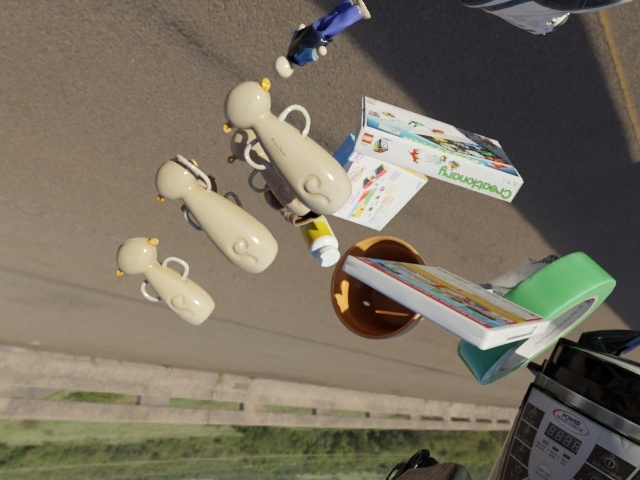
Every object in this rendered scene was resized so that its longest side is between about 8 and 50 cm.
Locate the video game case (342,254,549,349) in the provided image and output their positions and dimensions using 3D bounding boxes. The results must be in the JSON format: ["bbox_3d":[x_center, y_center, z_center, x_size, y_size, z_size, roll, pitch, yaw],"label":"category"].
[{"bbox_3d":[0.188,0.080,0.636,0.204,0.025,0.285,29,-168,37],"label":"video game case"}]

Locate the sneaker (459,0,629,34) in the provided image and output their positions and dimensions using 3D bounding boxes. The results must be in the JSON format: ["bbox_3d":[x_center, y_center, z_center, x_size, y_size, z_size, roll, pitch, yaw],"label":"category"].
[{"bbox_3d":[0.558,-0.576,1.020,0.257,0.447,0.169,1,112,-34],"label":"sneaker"}]

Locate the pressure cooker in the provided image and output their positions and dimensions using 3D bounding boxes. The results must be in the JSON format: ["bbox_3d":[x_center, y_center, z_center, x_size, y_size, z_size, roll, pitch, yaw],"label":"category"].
[{"bbox_3d":[0.477,0.346,0.679,0.370,0.420,0.375,26,179,20],"label":"pressure cooker"}]

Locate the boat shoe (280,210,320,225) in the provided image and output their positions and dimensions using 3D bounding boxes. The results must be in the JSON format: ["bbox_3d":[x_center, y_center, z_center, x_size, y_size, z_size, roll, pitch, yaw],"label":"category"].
[{"bbox_3d":[0.022,-0.144,1.507,0.324,0.116,0.123,-32,138,-3],"label":"boat shoe"}]

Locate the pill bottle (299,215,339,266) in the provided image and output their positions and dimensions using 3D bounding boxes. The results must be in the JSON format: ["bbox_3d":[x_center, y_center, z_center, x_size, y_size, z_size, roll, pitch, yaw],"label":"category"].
[{"bbox_3d":[0.000,0.000,1.785,0.117,0.208,0.117,-14,137,-13],"label":"pill bottle"}]

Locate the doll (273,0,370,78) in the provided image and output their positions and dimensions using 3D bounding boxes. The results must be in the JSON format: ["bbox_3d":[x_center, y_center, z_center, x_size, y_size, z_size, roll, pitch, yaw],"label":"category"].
[{"bbox_3d":[-0.007,-0.352,0.785,0.189,0.129,0.046,-33,136,14],"label":"doll"}]

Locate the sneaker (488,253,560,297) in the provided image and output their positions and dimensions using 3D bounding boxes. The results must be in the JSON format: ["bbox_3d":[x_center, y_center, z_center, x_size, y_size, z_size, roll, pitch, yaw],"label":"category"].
[{"bbox_3d":[0.450,0.090,1.000,0.090,0.095,0.235,26,170,-2],"label":"sneaker"}]

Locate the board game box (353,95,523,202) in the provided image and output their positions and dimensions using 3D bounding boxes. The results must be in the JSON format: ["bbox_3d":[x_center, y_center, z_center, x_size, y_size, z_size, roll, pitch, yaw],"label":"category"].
[{"bbox_3d":[0.216,-0.183,0.871,0.305,0.193,0.053,17,123,-5],"label":"board game box"}]

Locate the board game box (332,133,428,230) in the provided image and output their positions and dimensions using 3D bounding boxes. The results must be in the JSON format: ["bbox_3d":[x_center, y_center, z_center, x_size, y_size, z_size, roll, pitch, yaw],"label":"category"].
[{"bbox_3d":[0.142,-0.164,1.387,0.316,0.064,0.242,16,127,-39],"label":"board game box"}]

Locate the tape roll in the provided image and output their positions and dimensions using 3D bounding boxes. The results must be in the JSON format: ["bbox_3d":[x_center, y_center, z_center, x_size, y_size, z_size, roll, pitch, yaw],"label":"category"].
[{"bbox_3d":[0.423,0.162,0.897,0.321,0.077,0.321,-24,146,-17],"label":"tape roll"}]

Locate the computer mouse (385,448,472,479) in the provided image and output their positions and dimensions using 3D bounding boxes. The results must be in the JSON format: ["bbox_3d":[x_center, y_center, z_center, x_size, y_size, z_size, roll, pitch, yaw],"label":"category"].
[{"bbox_3d":[0.134,0.362,0.610,0.188,0.072,0.272,-28,162,-21],"label":"computer mouse"}]

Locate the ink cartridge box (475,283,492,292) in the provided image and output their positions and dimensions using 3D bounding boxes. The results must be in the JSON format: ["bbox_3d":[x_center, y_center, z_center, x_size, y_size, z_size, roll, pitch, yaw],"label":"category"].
[{"bbox_3d":[0.342,0.134,0.992,0.029,0.063,0.115,-2,167,-7],"label":"ink cartridge box"}]

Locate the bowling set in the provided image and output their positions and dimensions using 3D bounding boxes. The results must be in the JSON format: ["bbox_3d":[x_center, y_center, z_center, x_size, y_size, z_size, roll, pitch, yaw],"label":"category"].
[{"bbox_3d":[-0.105,-0.056,0.543,0.287,0.200,0.154,-39,107,18],"label":"bowling set"}]

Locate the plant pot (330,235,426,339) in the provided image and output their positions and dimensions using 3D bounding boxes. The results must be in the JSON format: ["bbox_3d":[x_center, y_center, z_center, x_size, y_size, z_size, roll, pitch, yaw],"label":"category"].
[{"bbox_3d":[0.204,0.149,1.327,0.291,0.291,0.203,-16,158,27],"label":"plant pot"}]
